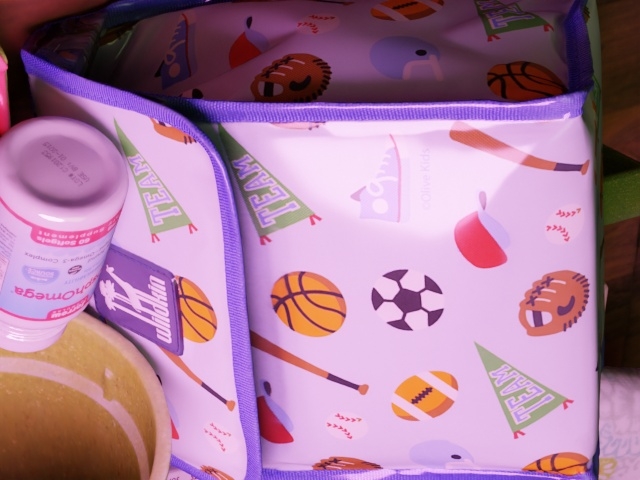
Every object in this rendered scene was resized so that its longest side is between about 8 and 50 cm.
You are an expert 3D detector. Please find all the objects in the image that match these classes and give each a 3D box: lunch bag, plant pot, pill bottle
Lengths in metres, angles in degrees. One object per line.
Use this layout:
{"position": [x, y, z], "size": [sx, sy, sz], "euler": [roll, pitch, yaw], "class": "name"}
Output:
{"position": [0.000, 0.000, 1.218], "size": [0.385, 0.239, 0.328], "euler": [1, 122, 11], "class": "lunch bag"}
{"position": [-0.231, 0.222, 1.225], "size": [0.276, 0.276, 0.254], "euler": [-27, 141, -23], "class": "plant pot"}
{"position": [-0.181, 0.001, 1.142], "size": [0.087, 0.087, 0.160], "euler": [-16, 149, -31], "class": "pill bottle"}

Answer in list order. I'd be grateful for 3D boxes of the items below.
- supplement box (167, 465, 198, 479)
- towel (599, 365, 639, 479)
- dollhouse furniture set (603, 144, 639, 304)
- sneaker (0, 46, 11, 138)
{"position": [-0.127, 0.267, 1.435], "size": [0.130, 0.073, 0.239], "euler": [-8, 120, -33], "class": "supplement box"}
{"position": [0.195, 0.258, 1.605], "size": [0.320, 0.090, 0.374], "euler": [6, 128, -40], "class": "towel"}
{"position": [0.092, 0.031, 1.414], "size": [0.301, 0.151, 0.198], "euler": [-15, 123, -31], "class": "dollhouse furniture set"}
{"position": [-0.244, -0.052, 1.146], "size": [0.081, 0.094, 0.209], "euler": [-10, 121, -34], "class": "sneaker"}
